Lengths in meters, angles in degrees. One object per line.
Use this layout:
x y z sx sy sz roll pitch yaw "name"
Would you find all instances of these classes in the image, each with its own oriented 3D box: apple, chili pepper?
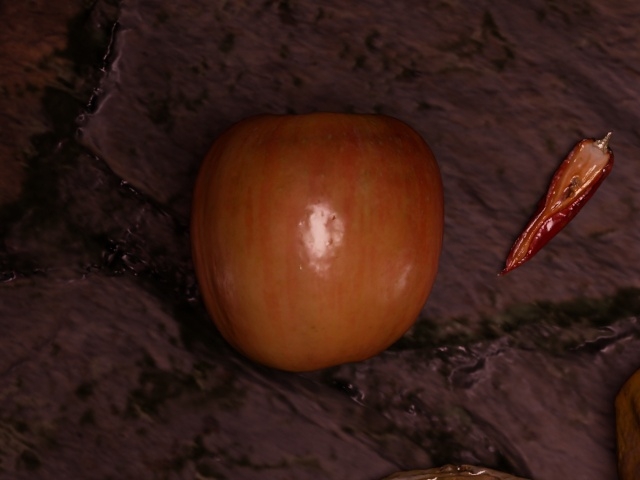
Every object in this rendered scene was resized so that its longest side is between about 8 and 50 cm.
0.000 0.000 1.225 0.242 0.242 0.241 0 90 17 "apple"
0.231 -0.032 1.255 0.045 0.027 0.178 35 89 25 "chili pepper"

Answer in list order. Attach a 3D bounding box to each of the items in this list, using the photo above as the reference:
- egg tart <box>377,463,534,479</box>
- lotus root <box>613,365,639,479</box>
0.108 0.365 1.147 0.345 0.132 0.345 -3 79 16 "egg tart"
0.362 0.223 1.088 0.193 0.193 0.291 -41 72 4 "lotus root"
